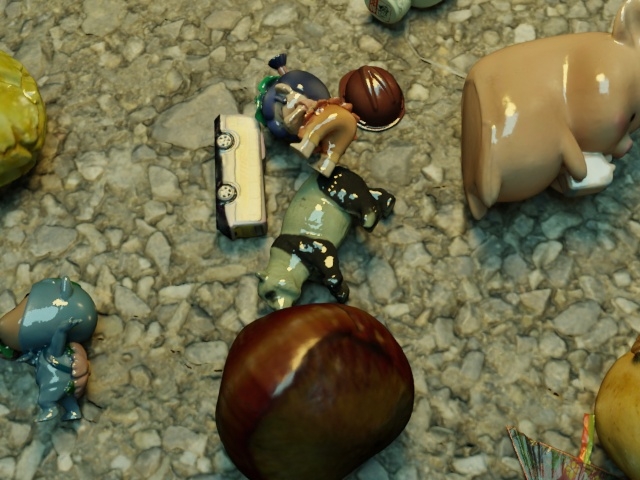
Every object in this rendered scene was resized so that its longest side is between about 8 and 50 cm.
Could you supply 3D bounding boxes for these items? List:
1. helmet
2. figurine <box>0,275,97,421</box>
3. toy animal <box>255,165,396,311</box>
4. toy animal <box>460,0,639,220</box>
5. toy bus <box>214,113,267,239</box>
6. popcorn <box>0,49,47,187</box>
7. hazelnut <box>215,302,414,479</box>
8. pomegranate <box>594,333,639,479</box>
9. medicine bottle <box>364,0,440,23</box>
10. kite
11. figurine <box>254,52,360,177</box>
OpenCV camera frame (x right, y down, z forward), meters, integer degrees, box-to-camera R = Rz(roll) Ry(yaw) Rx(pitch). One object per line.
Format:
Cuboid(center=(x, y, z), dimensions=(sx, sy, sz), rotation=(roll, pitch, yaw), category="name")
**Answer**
Cuboid(center=(0.070, -0.212, 1.102), dimensions=(0.089, 0.057, 0.111), rotation=(-28, 69, -5), category="helmet")
Cuboid(center=(-0.346, 0.135, 0.969), dimensions=(0.144, 0.114, 0.178), rotation=(-9, 76, 2), category="figurine")
Cuboid(center=(0.000, 0.000, 1.001), dimensions=(0.121, 0.094, 0.225), rotation=(24, 72, 14), category="toy animal")
Cuboid(center=(0.299, -0.158, 0.994), dimensions=(0.256, 0.195, 0.213), rotation=(-11, 75, -4), category="toy animal")
Cuboid(center=(-0.108, -0.088, 1.065), dimensions=(0.072, 0.057, 0.172), rotation=(-3, 69, -4), category="toy bus")
Cuboid(center=(-0.476, -0.169, 1.059), dimensions=(0.204, 0.183, 0.221), rotation=(-40, 70, -18), category="popcorn")
Cuboid(center=(-0.011, 0.164, 0.889), dimensions=(0.229, 0.229, 0.229), rotation=(-1, 68, 3), category="hazelnut")
Cuboid(center=(0.390, 0.183, 0.855), dimensions=(0.196, 0.196, 0.196), rotation=(-1, 68, 3), category="pomegranate")
Cuboid(center=(0.155, -0.420, 1.166), dimensions=(0.121, 0.083, 0.229), rotation=(35, 73, 14), category="medicine bottle")
Cuboid(center=(0.297, 0.275, 0.913), dimensions=(0.190, 0.010, 0.159), rotation=(24, 70, 11), category="kite")
Cuboid(center=(-0.014, -0.163, 1.037), dimensions=(0.102, 0.111, 0.195), rotation=(-46, 41, 0), category="figurine")
